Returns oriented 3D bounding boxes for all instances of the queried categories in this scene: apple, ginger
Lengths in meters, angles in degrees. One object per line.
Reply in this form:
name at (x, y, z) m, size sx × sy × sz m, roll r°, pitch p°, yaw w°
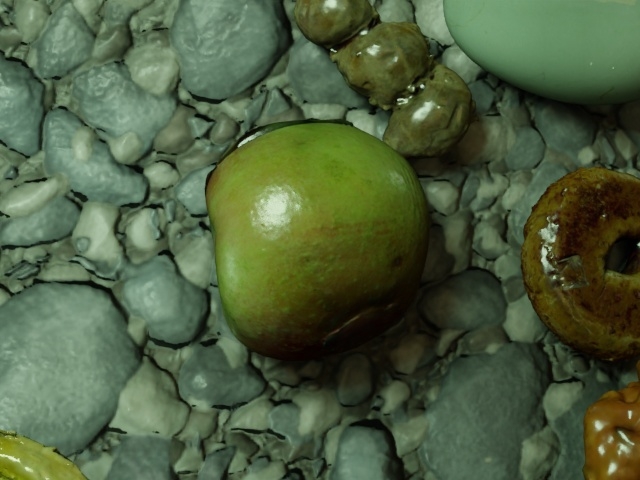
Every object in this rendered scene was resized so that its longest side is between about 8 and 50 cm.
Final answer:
apple at (0.000, 0.000, 0.773) m, size 0.188 × 0.174 × 0.207 m, roll -7°, pitch 101°, yaw -11°
ginger at (0.059, -0.165, 0.846) m, size 0.104 × 0.080 × 0.204 m, roll -41°, pitch 95°, yaw -9°

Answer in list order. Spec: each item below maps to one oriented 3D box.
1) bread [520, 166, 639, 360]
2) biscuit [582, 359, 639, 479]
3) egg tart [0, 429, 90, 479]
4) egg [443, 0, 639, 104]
bread at (0.277, 0.023, 0.884) m, size 0.193 × 0.064 × 0.193 m, roll 3°, pitch 79°, yaw -18°
biscuit at (0.383, 0.271, 0.846) m, size 0.318 × 0.110 × 0.312 m, roll 5°, pitch 85°, yaw -6°
egg tart at (-0.279, 0.281, 0.710) m, size 0.278 × 0.095 × 0.279 m, roll 1°, pitch 80°, yaw -8°
egg at (0.245, -0.219, 0.842) m, size 0.264 × 0.183 × 0.183 m, roll 2°, pitch 83°, yaw -7°
